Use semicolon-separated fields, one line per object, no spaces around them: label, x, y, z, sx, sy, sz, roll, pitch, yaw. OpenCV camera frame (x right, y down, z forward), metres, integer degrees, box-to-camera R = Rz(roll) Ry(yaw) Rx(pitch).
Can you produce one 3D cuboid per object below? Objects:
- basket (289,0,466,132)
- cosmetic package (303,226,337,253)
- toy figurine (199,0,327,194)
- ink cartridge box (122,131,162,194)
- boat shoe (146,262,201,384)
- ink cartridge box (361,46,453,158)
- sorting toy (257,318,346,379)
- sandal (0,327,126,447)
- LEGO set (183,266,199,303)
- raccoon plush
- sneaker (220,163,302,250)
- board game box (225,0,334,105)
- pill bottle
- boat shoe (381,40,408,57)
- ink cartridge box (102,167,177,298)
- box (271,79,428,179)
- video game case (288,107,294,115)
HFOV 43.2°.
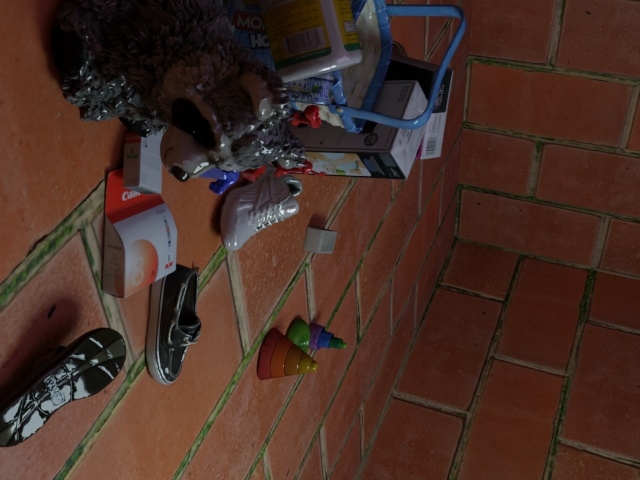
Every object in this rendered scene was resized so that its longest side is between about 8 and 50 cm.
basket;0.084;-0.317;1.396;0.255;0.289;0.201;-64;150;-24
cosmetic package;0.000;0.000;1.959;0.115;0.041;0.060;9;94;-72
toy figurine;-0.130;-0.191;1.231;0.217;0.191;0.363;-53;150;-41
ink cartridge box;-0.250;-0.126;1.140;0.063;0.029;0.115;22;66;-71
boat shoe;-0.234;0.142;1.313;0.078;0.070;0.219;-42;141;-60
ink cartridge box;0.113;-0.303;1.678;0.069;0.371;0.176;-11;117;-35
sorting toy;-0.023;0.266;1.942;0.365;0.126;0.127;-6;108;-70
sandal;-0.345;0.181;1.046;0.219;0.060;0.090;-40;136;-39
LEGO set;-0.228;0.078;1.376;0.083;0.023;0.054;-66;165;-70
raccoon plush;-0.126;-0.285;0.978;0.216;0.299;0.446;24;79;-71
sneaker;-0.102;-0.063;1.491;0.090;0.115;0.232;86;25;-42
board game box;-0.067;-0.297;1.136;0.060;0.194;0.194;-127;-137;-79
pill bottle;-0.024;-0.320;1.048;0.117;0.117;0.208;-35;113;-64
boat shoe;0.143;-0.361;2.020;0.116;0.123;0.324;46;57;-66
ink cartridge box;-0.257;-0.022;1.180;0.145;0.045;0.179;-36;138;-64
box;0.046;-0.213;1.538;0.087;0.290;0.169;50;53;-49
video game case;-0.049;-0.407;1.501;0.244;0.061;0.269;78;31;-50
